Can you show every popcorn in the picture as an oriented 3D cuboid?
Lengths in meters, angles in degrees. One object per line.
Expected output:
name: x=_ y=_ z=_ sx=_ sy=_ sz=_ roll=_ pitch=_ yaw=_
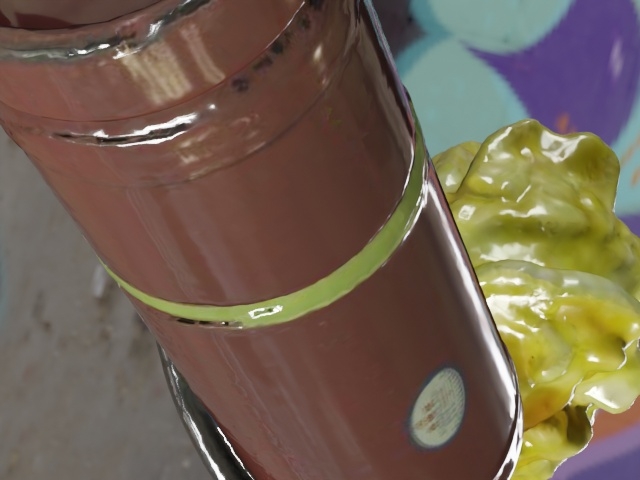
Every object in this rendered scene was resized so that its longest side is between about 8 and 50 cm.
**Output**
popcorn: x=0.097 y=0.050 z=1.012 sx=0.235 sy=0.181 sz=0.217 roll=-56 pitch=176 yaw=36

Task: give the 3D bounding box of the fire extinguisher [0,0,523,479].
fire extinguisher: x=0.000 y=0.000 z=0.519 sx=0.141 sy=0.105 sz=0.341 roll=-60 pitch=151 yaw=-21
